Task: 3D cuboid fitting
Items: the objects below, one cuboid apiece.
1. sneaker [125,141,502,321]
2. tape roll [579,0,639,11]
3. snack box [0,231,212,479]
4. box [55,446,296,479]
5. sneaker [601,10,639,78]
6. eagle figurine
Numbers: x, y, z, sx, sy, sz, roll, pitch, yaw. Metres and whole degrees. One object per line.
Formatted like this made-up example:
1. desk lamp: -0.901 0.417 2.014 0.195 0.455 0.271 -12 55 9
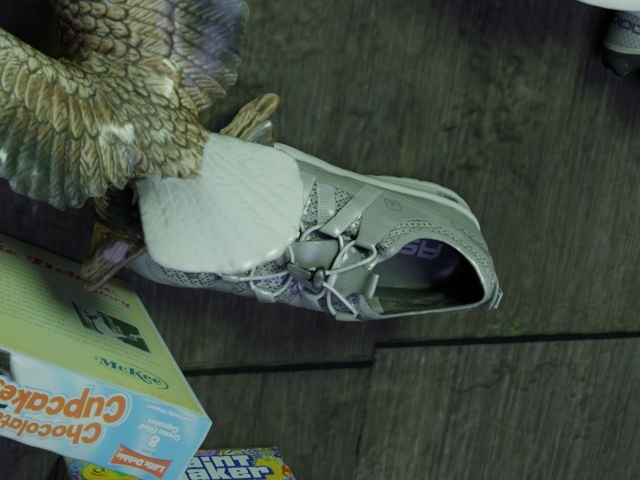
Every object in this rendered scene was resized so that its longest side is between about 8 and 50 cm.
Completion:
1. sneaker: 0.000 0.000 1.185 0.281 0.115 0.105 1 116 -24
2. tape roll: 0.221 -0.341 1.108 0.392 0.072 0.392 -9 116 -20
3. snack box: -0.235 0.040 1.061 0.322 0.187 0.060 23 106 -31
4. box: -0.091 0.343 1.234 0.177 0.279 0.290 0 117 -24
5. sneaker: 0.273 -0.127 1.270 0.170 0.063 0.075 21 107 -26
6. eagle figurine: -0.151 -0.109 1.018 0.225 0.226 0.298 -16 128 13
